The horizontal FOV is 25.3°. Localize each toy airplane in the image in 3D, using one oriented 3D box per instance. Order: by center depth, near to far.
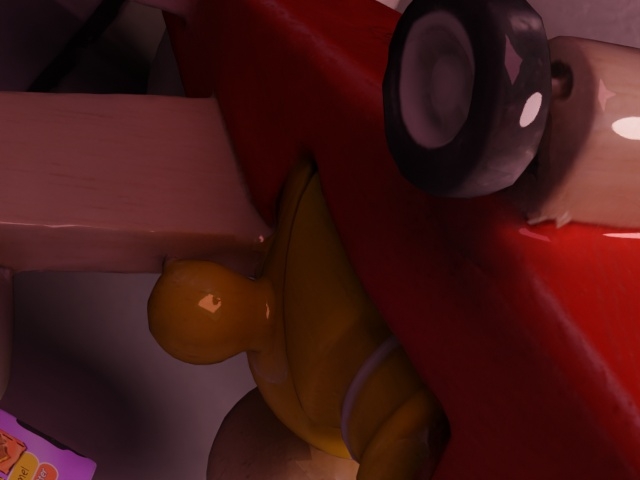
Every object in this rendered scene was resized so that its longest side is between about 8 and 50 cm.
[{"bbox_3d":[0.000,0.000,0.571,0.386,0.272,0.384,17,19,13],"label":"toy airplane"}]

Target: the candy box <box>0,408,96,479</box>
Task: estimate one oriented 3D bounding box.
[{"bbox_3d":[-0.197,0.103,0.507,0.196,0.070,0.165,32,29,-10],"label":"candy box"}]
